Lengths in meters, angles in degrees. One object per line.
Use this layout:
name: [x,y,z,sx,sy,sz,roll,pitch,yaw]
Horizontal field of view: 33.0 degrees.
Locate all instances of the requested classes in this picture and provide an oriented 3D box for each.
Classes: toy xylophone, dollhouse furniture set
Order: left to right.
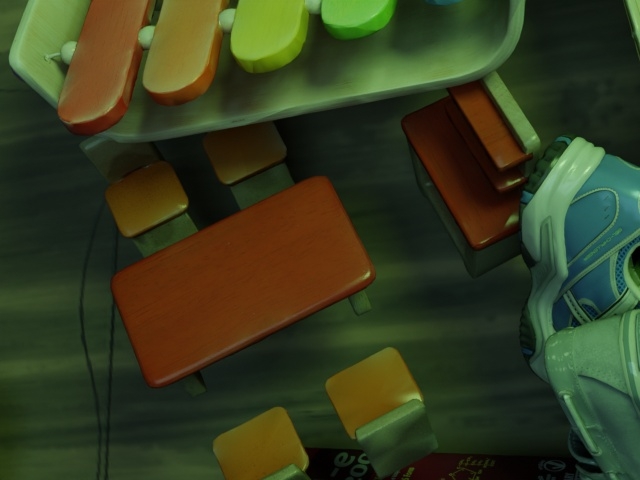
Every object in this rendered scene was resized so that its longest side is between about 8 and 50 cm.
toy xylophone: [-0.022,-0.163,0.647,0.322,0.081,0.236,-15,48,13]
dollhouse furniture set: [0.000,0.000,0.652,0.259,0.135,0.262,-27,65,-2]

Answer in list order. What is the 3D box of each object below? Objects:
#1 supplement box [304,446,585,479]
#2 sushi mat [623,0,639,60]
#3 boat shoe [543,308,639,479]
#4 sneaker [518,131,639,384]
supplement box: [0.051,0.195,0.685,0.239,0.130,0.073,-2,109,21]
sushi mat: [0.193,-0.184,0.618,0.019,0.151,0.317,-16,92,43]
boat shoe: [0.185,0.110,0.633,0.081,0.227,0.079,-6,53,26]
sneaker: [0.167,0.034,0.627,0.081,0.211,0.080,24,63,32]
